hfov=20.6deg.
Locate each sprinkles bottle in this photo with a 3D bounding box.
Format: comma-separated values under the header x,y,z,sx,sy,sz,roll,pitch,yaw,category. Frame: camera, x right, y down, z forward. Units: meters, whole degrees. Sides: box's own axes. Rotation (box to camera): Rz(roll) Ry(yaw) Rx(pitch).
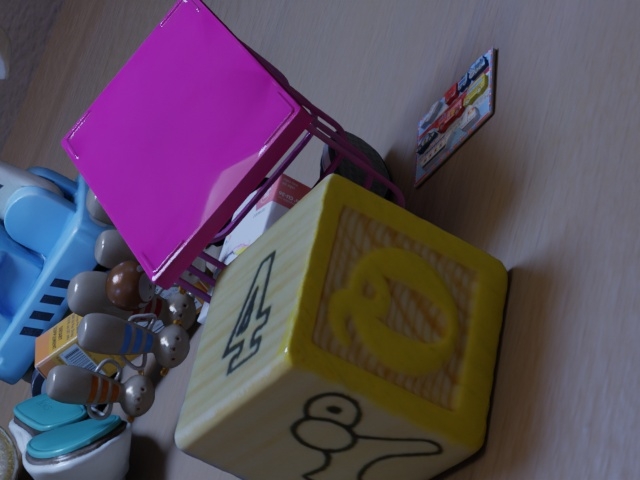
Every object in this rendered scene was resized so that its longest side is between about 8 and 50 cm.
x,y,z,sx,sy,sz,roll,pitch,yaw,category
-0.473,0.312,2.404,0.355,0.121,0.121,137,156,-76,sprinkles bottle

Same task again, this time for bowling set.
x,y,z,sx,sy,sz,roll,pitch,yaw,category
-0.188,0.075,1.952,0.200,0.154,0.287,-165,88,-68,bowling set

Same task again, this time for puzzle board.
x,y,z,sx,sy,sz,roll,pitch,yaw,category
0.130,-0.122,1.735,0.128,0.011,0.096,-46,25,40,puzzle board

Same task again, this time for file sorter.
x,y,z,sx,sy,sz,roll,pitch,yaw,category
-0.081,-0.066,1.694,0.202,0.182,0.291,-50,37,7,file sorter

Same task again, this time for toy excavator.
x,y,z,sx,sy,sz,roll,pitch,yaw,category
-0.406,-0.033,2.317,0.433,0.445,0.222,-55,21,20,toy excavator

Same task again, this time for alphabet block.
x,y,z,sx,sy,sz,roll,pitch,yaw,category
0.018,0.096,1.469,0.197,0.192,0.193,-38,32,48,alphabet block

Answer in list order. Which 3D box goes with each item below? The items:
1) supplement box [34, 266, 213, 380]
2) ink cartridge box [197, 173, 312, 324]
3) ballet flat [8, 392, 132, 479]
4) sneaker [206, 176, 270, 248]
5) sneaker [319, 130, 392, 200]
x,y,z,sx,sy,sz,roll,pitch,yaw,category
-0.242,0.098,2.177,0.233,0.080,0.078,-34,26,9,supplement box
-0.069,0.038,1.943,0.115,0.067,0.198,-33,36,55,ink cartridge box
-0.297,0.272,2.150,0.139,0.139,0.400,-64,16,-5,ballet flat
-0.122,-0.039,2.158,0.271,0.100,0.108,179,108,-75,sneaker
-0.002,0.000,1.795,0.163,0.086,0.226,-47,26,31,sneaker
